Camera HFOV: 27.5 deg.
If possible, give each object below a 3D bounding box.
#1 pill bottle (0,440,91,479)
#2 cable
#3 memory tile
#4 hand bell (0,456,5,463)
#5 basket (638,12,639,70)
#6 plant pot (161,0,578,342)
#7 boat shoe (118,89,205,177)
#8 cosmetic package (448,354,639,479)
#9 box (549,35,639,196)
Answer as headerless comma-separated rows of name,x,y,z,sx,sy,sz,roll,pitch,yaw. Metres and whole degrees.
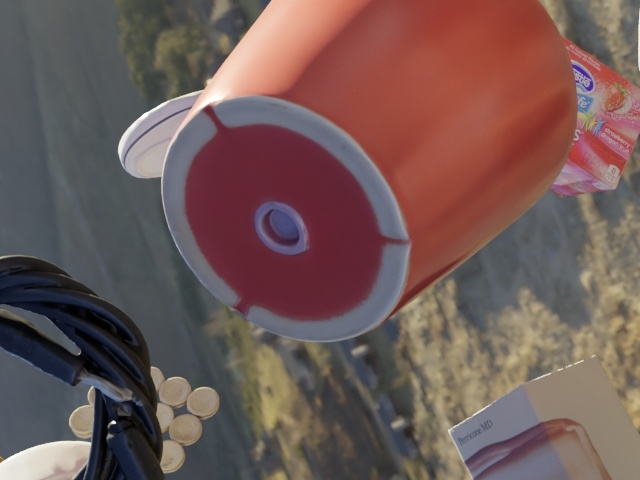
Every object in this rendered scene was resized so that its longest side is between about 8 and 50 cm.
pill bottle,-0.183,0.345,1.073,0.361,0.204,0.204,-124,18,-49
cable,-0.161,0.085,0.591,0.047,0.184,0.150,-56,-50,-65
memory tile,-0.197,0.194,1.462,0.148,0.113,0.012,19,147,21
hand bell,-0.323,0.333,1.471,0.242,0.126,0.126,54,164,7
basket,0.261,-0.171,0.749,0.113,0.103,0.167,22,127,35
plant pot,0.025,-0.067,0.979,0.275,0.243,0.275,15,127,22
boat shoe,-0.103,-0.117,1.509,0.096,0.267,0.088,73,-179,-52
cosmetic package,0.283,0.295,1.408,0.153,0.129,0.296,-46,65,49
box,0.285,-0.200,1.806,0.300,0.154,0.142,29,168,-18
